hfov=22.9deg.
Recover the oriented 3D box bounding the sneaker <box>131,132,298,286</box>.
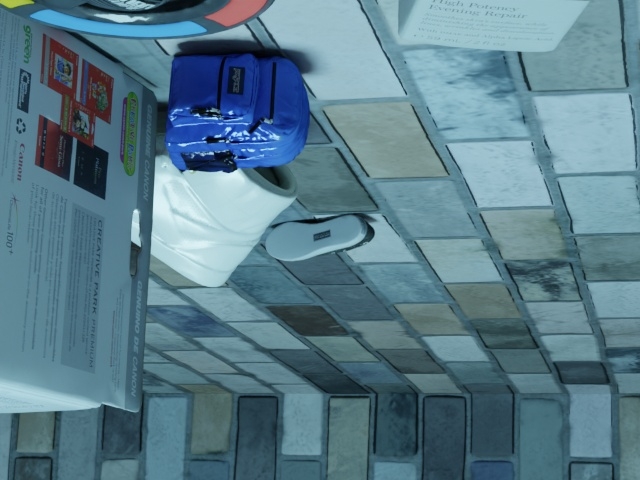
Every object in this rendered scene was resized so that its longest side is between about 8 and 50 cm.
[{"bbox_3d":[-0.162,-0.088,1.503,0.292,0.108,0.169,30,125,-23],"label":"sneaker"}]

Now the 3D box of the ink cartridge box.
[{"bbox_3d":[-0.260,-0.017,1.327,0.130,0.309,0.272,-4,165,24],"label":"ink cartridge box"}]

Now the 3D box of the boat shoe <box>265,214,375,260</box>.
[{"bbox_3d":[0.000,0.000,1.913,0.142,0.049,0.040,-9,163,32],"label":"boat shoe"}]

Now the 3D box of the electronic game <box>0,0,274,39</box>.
[{"bbox_3d":[-0.143,-0.193,1.141,0.229,0.048,0.229,2,166,1],"label":"electronic game"}]

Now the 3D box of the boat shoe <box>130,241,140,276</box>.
[{"bbox_3d":[-0.351,-0.018,1.711,0.355,0.130,0.132,2,166,-2],"label":"boat shoe"}]

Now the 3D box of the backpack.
[{"bbox_3d":[-0.070,-0.111,1.361,0.120,0.098,0.101,2,163,4],"label":"backpack"}]

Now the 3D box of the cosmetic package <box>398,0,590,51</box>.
[{"bbox_3d":[0.124,-0.199,1.004,0.117,0.085,0.231,3,167,-5],"label":"cosmetic package"}]
